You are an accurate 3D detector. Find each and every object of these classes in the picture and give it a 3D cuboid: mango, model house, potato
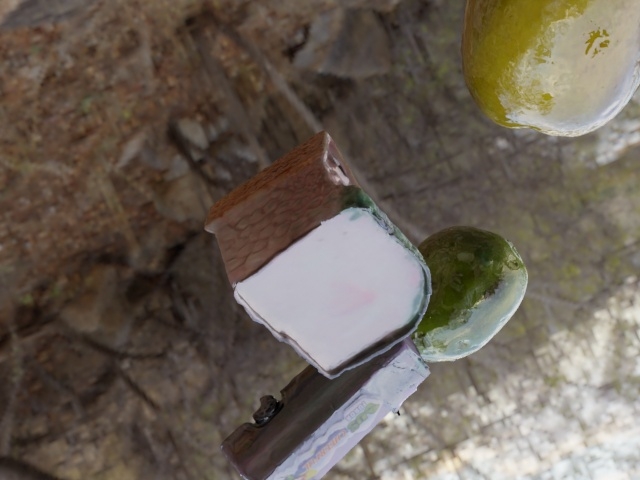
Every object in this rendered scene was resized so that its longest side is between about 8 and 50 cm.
[{"bbox_3d":[0.303,-0.332,1.411,0.220,0.445,0.301,20,-174,22],"label":"mango"},{"bbox_3d":[0.000,0.000,1.586,0.202,0.237,0.237,-38,-140,11],"label":"model house"},{"bbox_3d":[0.204,0.083,1.931,0.253,0.186,0.148,-29,151,30],"label":"potato"}]

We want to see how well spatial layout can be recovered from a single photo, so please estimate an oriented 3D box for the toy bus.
[{"bbox_3d":[0.014,0.239,1.794,0.317,0.112,0.138,-44,-148,-5],"label":"toy bus"}]
